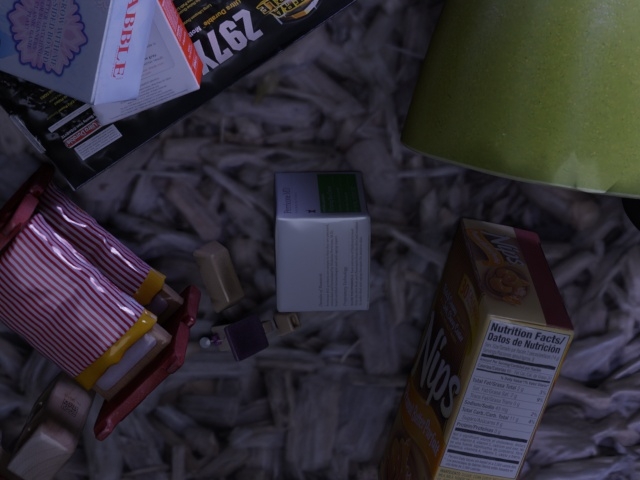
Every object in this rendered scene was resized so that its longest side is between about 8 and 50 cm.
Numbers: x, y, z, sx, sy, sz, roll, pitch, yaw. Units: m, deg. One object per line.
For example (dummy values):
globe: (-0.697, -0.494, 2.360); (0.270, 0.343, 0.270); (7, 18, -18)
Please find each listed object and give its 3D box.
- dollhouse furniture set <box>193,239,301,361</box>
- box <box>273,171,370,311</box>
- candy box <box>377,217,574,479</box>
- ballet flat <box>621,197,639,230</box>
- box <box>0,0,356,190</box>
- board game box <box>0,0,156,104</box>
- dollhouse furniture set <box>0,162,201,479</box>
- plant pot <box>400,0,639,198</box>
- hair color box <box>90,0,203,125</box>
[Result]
dollhouse furniture set: (-0.090, 0.054, 1.468); (0.081, 0.091, 0.114); (-13, 100, 50)
box: (0.000, 0.000, 1.390); (0.087, 0.101, 0.102); (-2, 117, -2)
candy box: (0.140, 0.161, 1.440); (0.087, 0.183, 0.317); (10, 118, -10)
ballet flat: (0.352, -0.119, 1.348); (0.095, 0.096, 0.281); (8, 118, -9)
box: (-0.163, -0.231, 1.271); (0.322, 0.079, 0.257); (-33, 117, 14)
board game box: (-0.250, -0.300, 1.120); (0.318, 0.066, 0.319); (21, 109, 21)
dollhouse furniture set: (-0.303, 0.136, 1.407); (0.201, 0.152, 0.374); (39, 111, -13)
plant pot: (0.221, -0.204, 1.226); (0.274, 0.275, 0.294); (7, 101, -7)
hair color box: (-0.171, -0.188, 1.221); (0.093, 0.053, 0.167); (-19, 119, 9)
